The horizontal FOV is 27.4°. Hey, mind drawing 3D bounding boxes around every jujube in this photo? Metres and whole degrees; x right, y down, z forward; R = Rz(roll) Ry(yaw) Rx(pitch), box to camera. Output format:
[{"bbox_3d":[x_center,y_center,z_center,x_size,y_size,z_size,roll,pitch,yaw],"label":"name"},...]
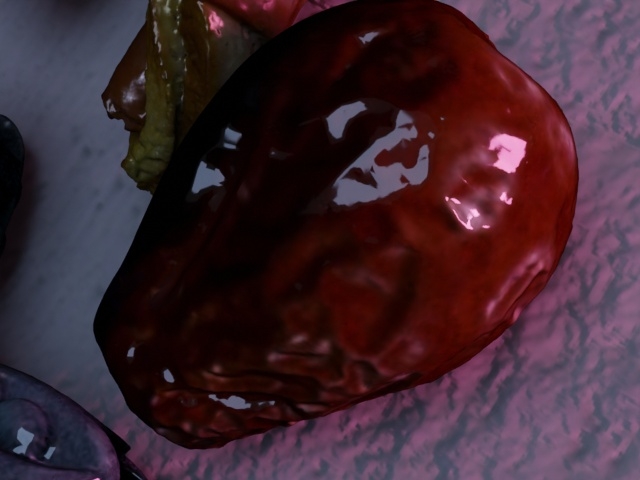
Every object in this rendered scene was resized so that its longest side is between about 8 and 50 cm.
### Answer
[{"bbox_3d":[0.000,0.000,0.585,0.236,0.168,0.168,-39,66,10],"label":"jujube"}]

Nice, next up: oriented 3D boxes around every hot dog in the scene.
[{"bbox_3d":[-0.041,-0.150,0.657,0.093,0.123,0.261,33,86,-1],"label":"hot dog"}]

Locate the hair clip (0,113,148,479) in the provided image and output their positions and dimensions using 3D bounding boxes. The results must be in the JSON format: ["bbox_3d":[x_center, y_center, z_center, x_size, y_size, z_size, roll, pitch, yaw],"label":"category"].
[{"bbox_3d":[-0.217,0.062,0.632,0.206,0.194,0.310,-24,65,-3],"label":"hair clip"}]
